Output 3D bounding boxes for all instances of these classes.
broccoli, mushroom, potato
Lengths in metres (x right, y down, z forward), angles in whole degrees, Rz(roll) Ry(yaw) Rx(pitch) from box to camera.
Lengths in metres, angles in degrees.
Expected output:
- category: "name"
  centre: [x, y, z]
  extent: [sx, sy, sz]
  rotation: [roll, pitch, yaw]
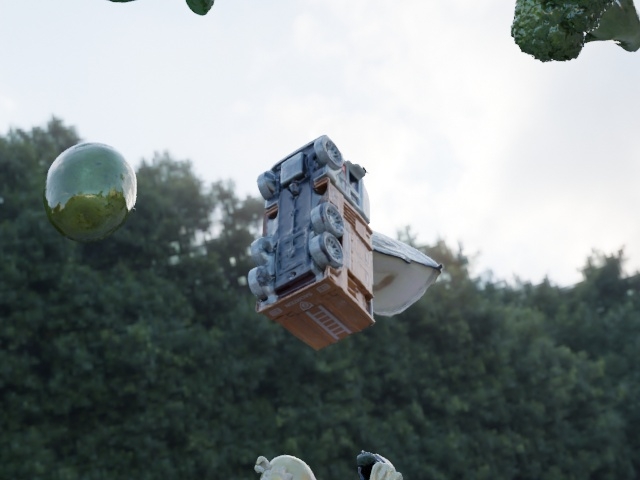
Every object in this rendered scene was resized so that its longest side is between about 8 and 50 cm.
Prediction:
- category: "broccoli"
  centre: [0.440, -0.428, 1.849]
  extent: [0.302, 0.186, 0.254]
  rotation: [-27, -40, -48]
- category: "mushroom"
  centre: [0.126, 0.072, 2.653]
  extent: [0.236, 0.173, 0.162]
  rotation: [17, -78, -31]
- category: "potato"
  centre: [-0.511, -0.107, 2.493]
  extent: [0.216, 0.215, 0.304]
  rotation: [-16, 18, 4]

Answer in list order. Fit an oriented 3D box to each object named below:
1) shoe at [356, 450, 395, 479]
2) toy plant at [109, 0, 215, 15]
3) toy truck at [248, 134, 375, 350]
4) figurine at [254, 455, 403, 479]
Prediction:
- category: "shoe"
  centre: [0.114, 0.499, 2.442]
  extent: [0.071, 0.169, 0.099]
  rotation: [-29, -69, 7]
- category: "toy plant"
  centre: [-0.194, -0.524, 1.949]
  extent: [0.317, 0.210, 0.356]
  rotation: [-44, 16, -33]
- category: "toy truck"
  centre: [0.000, 0.000, 2.060]
  extent: [0.173, 0.387, 0.207]
  rotation: [-28, -52, 27]
- category: "figurine"
  centre: [0.039, 0.557, 2.330]
  extent: [0.274, 0.394, 0.226]
  rotation: [-55, -5, -21]
